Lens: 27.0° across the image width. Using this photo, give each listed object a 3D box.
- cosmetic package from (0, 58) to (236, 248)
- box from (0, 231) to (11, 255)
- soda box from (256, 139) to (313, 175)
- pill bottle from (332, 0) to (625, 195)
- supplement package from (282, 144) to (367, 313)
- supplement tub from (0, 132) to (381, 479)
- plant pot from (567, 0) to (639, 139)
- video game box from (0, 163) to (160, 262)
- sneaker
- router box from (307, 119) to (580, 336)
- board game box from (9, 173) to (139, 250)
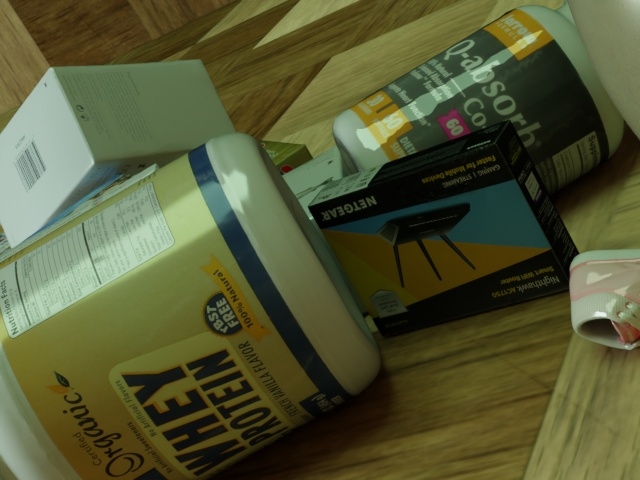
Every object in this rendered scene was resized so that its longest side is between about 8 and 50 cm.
[{"bbox_3d":[-0.260,-0.102,1.644,0.225,0.138,0.224,-13,-20,-44],"label":"cosmetic package"},{"bbox_3d":[-0.407,0.020,1.905,0.201,0.057,0.293,-37,19,-19],"label":"box"},{"bbox_3d":[-0.061,-0.082,1.625,0.061,0.058,0.181,-36,19,-16],"label":"soda box"},{"bbox_3d":[0.163,-0.108,1.174,0.278,0.162,0.162,-32,18,-2],"label":"pill bottle"},{"bbox_3d":[0.000,0.000,1.236,0.105,0.105,0.179,-27,19,9],"label":"supplement package"},{"bbox_3d":[-0.137,0.084,1.034,0.316,0.228,0.228,-30,18,3],"label":"supplement tub"},{"bbox_3d":[0.313,-0.112,0.855,0.284,0.190,0.284,-14,14,3],"label":"plant pot"},{"bbox_3d":[-0.170,0.065,1.174,0.187,0.205,0.048,-29,17,3],"label":"video game box"},{"bbox_3d":[0.227,0.038,0.878,0.134,0.051,0.070,-8,45,28],"label":"sneaker"},{"bbox_3d":[0.097,-0.006,1.051,0.179,0.133,0.046,-18,21,35],"label":"router box"},{"bbox_3d":[-0.207,0.049,1.376,0.232,0.141,0.291,-39,20,-24],"label":"board game box"}]
